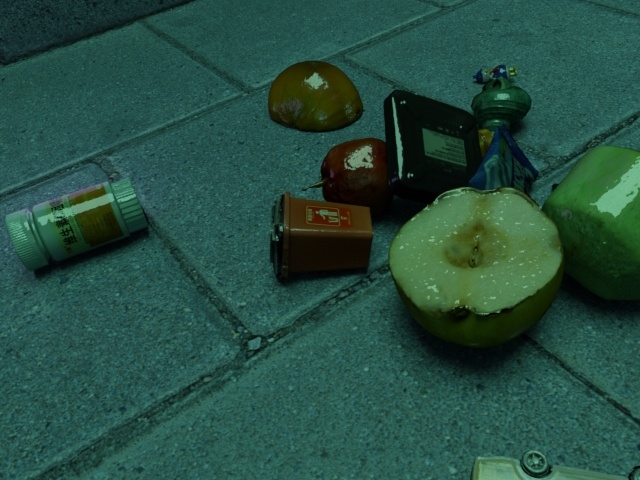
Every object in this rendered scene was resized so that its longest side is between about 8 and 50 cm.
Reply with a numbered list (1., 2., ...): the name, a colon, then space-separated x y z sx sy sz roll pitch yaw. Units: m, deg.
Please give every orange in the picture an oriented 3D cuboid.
1. orange: -0.018 -0.469 1.974 0.310 0.274 0.274 44 57 6

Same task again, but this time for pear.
1. pear: 0.324 0.073 1.238 0.341 0.191 0.386 5 43 25

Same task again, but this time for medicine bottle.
1. medicine bottle: -0.622 -0.048 1.544 0.318 0.158 0.158 -21 43 -16
2. medicine bottle: 0.383 -0.239 1.648 0.192 0.096 0.096 -19 43 -13

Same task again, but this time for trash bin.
1. trash bin: 0.000 0.000 1.401 0.239 0.184 0.161 3 41 -5

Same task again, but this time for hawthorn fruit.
1. hawthorn fruit: 0.069 -0.158 1.518 0.243 0.207 0.207 -9 41 -10

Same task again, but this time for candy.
1. candy: 0.467 -0.154 1.507 0.077 0.187 0.331 -27 18 44

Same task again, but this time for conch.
1. conch: 0.533 -0.393 1.777 0.202 0.134 0.196 -47 14 -28

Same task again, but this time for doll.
1. doll: 0.588 -0.562 2.010 0.143 0.057 0.098 -3 56 13

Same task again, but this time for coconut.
1. coconut: 0.637 -0.050 1.240 0.329 0.281 0.328 -21 47 23

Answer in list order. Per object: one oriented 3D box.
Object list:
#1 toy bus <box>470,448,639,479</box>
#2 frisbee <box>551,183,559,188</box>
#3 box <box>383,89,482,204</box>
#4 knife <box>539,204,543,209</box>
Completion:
1. toy bus: 0.405 0.415 0.913 0.343 0.097 0.138 6 46 16
2. frisbee: 0.703 -0.097 1.489 0.188 0.012 0.211 -1 32 -3
3. box: 0.293 -0.226 1.501 0.290 0.073 0.288 10 68 -28
4. knife: 0.642 0.002 1.389 0.331 0.044 0.080 27 57 28
